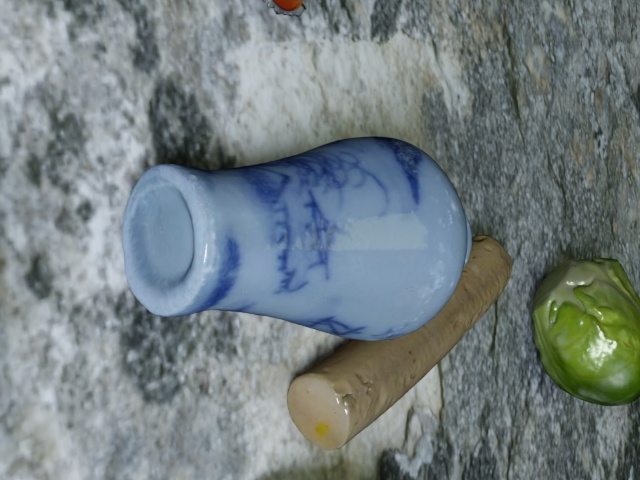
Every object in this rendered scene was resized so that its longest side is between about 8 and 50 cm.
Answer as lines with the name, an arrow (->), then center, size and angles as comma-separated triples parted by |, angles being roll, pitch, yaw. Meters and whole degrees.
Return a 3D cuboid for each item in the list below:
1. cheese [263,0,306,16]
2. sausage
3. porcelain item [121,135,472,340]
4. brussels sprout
cheese -> -0.042, -0.288, 0.714 | 0.106, 0.037, 0.256 | 4, 81, -51
sausage -> 0.077, 0.071, 0.803 | 0.301, 0.066, 0.066 | -32, 110, -48
porcelain item -> 0.000, 0.000, 0.657 | 0.259, 0.141, 0.141 | -2, 87, -46
brussels sprout -> 0.277, 0.098, 1.019 | 0.155, 0.117, 0.155 | 31, 37, -26
